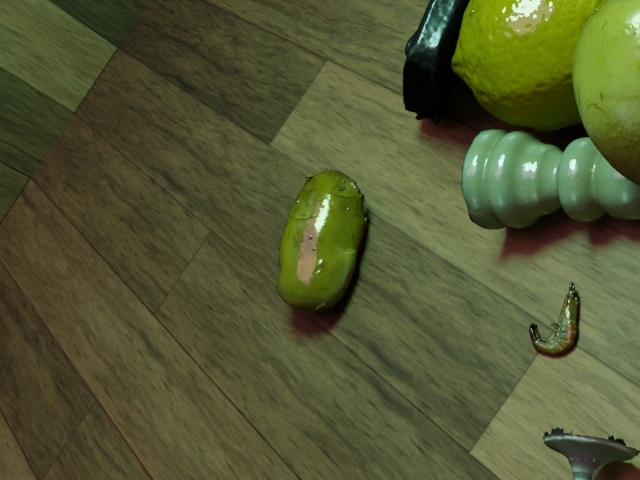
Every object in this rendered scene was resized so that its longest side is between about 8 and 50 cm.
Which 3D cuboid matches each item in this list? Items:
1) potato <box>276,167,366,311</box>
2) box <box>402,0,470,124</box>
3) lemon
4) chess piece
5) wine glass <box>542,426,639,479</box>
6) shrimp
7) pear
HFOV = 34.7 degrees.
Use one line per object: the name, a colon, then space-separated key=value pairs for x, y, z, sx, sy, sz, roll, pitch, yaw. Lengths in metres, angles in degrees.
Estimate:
potato: x=0.000 y=0.000 z=2.093 sx=0.173 sy=0.140 sz=0.300 roll=0 pitch=71 yaw=37
box: x=0.257 y=-0.425 z=1.975 sx=0.091 sy=0.359 sz=0.350 roll=22 pitch=80 yaw=9
lemon: x=0.405 y=-0.347 z=1.780 sx=0.336 sy=0.336 sz=0.336 roll=-25 pitch=50 yaw=33
chess piece: x=0.422 y=-0.103 z=1.725 sx=0.330 sy=0.182 sz=0.182 roll=3 pitch=67 yaw=41
wine glass: x=0.363 y=0.434 z=1.445 sx=0.143 sy=0.143 sz=0.321 roll=-5 pitch=63 yaw=44
shrimp: x=0.392 y=0.129 z=1.702 sx=0.091 sy=0.025 sz=0.127 roll=5 pitch=72 yaw=48
pear: x=0.531 y=-0.232 z=1.460 sx=0.348 sy=0.348 sz=0.348 roll=-25 pitch=50 yaw=33
